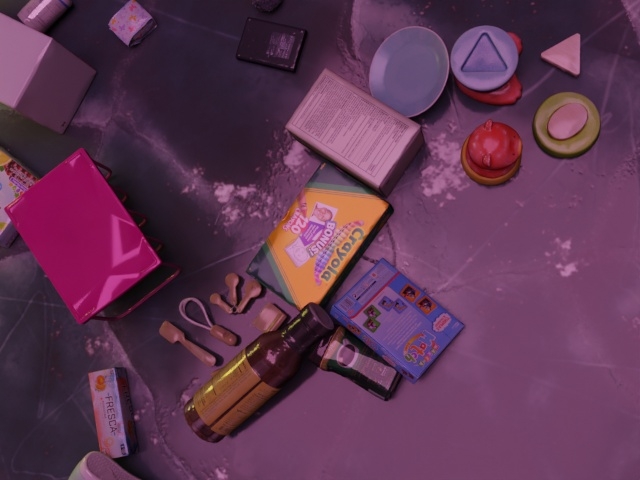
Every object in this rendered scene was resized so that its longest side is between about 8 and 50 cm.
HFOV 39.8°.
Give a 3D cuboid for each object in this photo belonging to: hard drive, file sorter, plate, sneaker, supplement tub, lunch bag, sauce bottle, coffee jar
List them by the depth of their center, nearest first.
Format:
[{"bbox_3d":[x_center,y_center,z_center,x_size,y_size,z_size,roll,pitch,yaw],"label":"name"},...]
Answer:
[{"bbox_3d":[-0.116,0.255,1.721,0.344,0.111,0.111,-41,76,16],"label":"sauce bottle"},{"bbox_3d":[0.071,0.234,1.731,0.184,0.079,0.096,25,84,13],"label":"coffee jar"},{"bbox_3d":[0.182,-0.339,1.791,0.188,0.024,0.188,-5,82,37],"label":"plate"},{"bbox_3d":[-0.408,0.550,1.793,0.256,0.094,0.151,42,122,-3],"label":"sneaker"},{"bbox_3d":[-0.455,0.000,1.817,0.202,0.182,0.290,-37,78,3],"label":"file sorter"},{"bbox_3d":[-0.106,-0.418,1.886,0.135,0.022,0.094,16,86,13],"label":"hard drive"},{"bbox_3d":[-0.415,-0.475,1.941,0.071,0.053,0.083,43,82,11],"label":"lunch bag"},{"bbox_3d":[-0.616,-0.519,1.977,0.107,0.071,0.071,-44,77,4],"label":"supplement tub"}]

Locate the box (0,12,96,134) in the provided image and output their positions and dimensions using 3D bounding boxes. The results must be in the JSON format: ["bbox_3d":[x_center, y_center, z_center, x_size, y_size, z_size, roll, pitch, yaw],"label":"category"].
[{"bbox_3d":[-0.701,-0.395,1.903,0.345,0.215,0.168,28,88,13],"label":"box"}]

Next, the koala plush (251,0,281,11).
[{"bbox_3d":[-0.144,-0.624,1.820,0.203,0.221,0.196,39,92,14],"label":"koala plush"}]

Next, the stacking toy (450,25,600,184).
[{"bbox_3d":[0.394,-0.282,1.712,0.280,0.130,0.309,-9,81,10],"label":"stacking toy"}]

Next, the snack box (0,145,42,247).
[{"bbox_3d":[-0.725,-0.112,1.944,0.207,0.070,0.174,37,90,15],"label":"snack box"}]

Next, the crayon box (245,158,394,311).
[{"bbox_3d":[0.000,0.000,1.777,0.165,0.081,0.278,35,90,14],"label":"crayon box"}]

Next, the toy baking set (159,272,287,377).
[{"bbox_3d":[-0.195,0.183,1.821,0.256,0.030,0.196,-28,75,6],"label":"toy baking set"}]

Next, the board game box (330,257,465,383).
[{"bbox_3d":[0.149,0.152,1.709,0.211,0.039,0.160,39,58,15],"label":"board game box"}]

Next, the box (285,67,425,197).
[{"bbox_3d":[0.072,-0.213,1.768,0.232,0.127,0.148,35,90,13],"label":"box"}]

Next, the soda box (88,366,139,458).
[{"bbox_3d":[-0.427,0.356,1.826,0.063,0.058,0.183,-13,81,9],"label":"soda box"}]
